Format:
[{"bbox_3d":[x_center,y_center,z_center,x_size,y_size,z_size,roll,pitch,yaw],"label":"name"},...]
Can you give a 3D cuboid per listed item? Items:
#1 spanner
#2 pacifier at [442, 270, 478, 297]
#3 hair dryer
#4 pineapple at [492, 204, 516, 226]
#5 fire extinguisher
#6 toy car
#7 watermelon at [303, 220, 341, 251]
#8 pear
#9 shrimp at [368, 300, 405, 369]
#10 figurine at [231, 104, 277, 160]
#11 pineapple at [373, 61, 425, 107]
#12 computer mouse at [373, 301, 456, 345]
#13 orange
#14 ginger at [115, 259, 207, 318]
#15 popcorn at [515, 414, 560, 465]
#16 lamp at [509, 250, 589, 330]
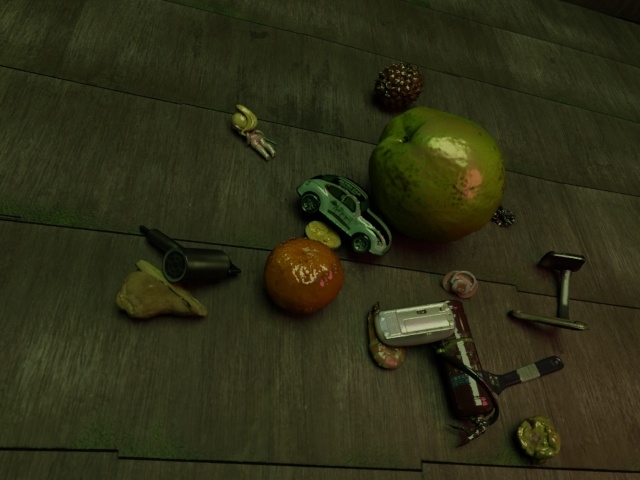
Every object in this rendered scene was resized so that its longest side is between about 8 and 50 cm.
[{"bbox_3d":[0.522,0.351,1.315,0.316,0.024,0.087,-10,55,-25],"label":"spanner"},{"bbox_3d":[0.396,0.113,1.409,0.099,0.081,0.078,26,24,-1],"label":"pacifier"},{"bbox_3d":[-0.334,0.018,1.199,0.248,0.077,0.196,31,12,27],"label":"hair dryer"},{"bbox_3d":[0.564,-0.106,1.625,0.159,0.074,0.074,38,52,-2],"label":"pineapple"},{"bbox_3d":[0.334,0.319,1.224,0.142,0.105,0.341,-16,57,12],"label":"fire extinguisher"},{"bbox_3d":[0.081,-0.086,1.367,0.306,0.125,0.136,38,27,10],"label":"toy car"},{"bbox_3d":[0.000,0.000,1.340,0.106,0.062,0.105,19,35,-14],"label":"watermelon"},{"bbox_3d":[0.310,-0.184,1.386,0.391,0.391,0.390,10,54,-14],"label":"pear"},{"bbox_3d":[0.161,0.234,1.251,0.099,0.041,0.180,2,55,-20],"label":"shrimp"},{"bbox_3d":[-0.199,-0.322,1.494,0.083,0.083,0.187,-35,83,-35],"label":"figurine"},{"bbox_3d":[0.265,-0.545,1.757,0.193,0.166,0.166,-22,66,-34],"label":"pineapple"},{"bbox_3d":[0.231,0.205,1.233,0.199,0.044,0.102,-9,56,-3],"label":"computer mouse"},{"bbox_3d":[-0.041,0.088,1.206,0.194,0.161,0.193,5,47,-5],"label":"orange"},{"bbox_3d":[-0.353,0.137,1.108,0.193,0.115,0.122,34,73,-4],"label":"ginger"},{"bbox_3d":[0.518,0.472,1.191,0.097,0.089,0.109,-11,43,15],"label":"popcorn"},{"bbox_3d":[0.665,0.150,1.471,0.203,0.124,0.283,11,54,13],"label":"lamp"}]
